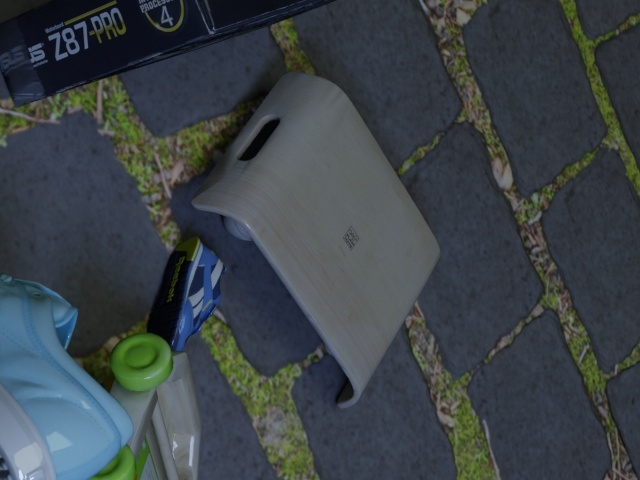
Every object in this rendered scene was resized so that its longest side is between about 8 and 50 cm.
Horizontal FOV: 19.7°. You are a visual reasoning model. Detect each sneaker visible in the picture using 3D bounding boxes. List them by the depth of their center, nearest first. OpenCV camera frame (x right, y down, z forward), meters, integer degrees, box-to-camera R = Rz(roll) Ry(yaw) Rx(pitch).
[{"bbox_3d":[-0.294,0.076,1.577,0.150,0.135,0.366,-23,61,-34],"label":"sneaker"},{"bbox_3d":[-0.132,0.069,1.873,0.059,0.053,0.144,37,59,-34],"label":"sneaker"}]

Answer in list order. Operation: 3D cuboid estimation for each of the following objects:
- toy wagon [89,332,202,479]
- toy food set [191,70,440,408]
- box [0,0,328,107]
[{"bbox_3d":[-0.174,0.262,1.670,0.267,0.068,0.344,81,19,-46],"label":"toy wagon"},{"bbox_3d":[0.000,0.000,1.999,0.306,0.092,0.219,56,48,-28],"label":"toy food set"},{"bbox_3d":[-0.079,-0.251,1.811,0.395,0.318,0.097,-26,97,-42],"label":"box"}]
